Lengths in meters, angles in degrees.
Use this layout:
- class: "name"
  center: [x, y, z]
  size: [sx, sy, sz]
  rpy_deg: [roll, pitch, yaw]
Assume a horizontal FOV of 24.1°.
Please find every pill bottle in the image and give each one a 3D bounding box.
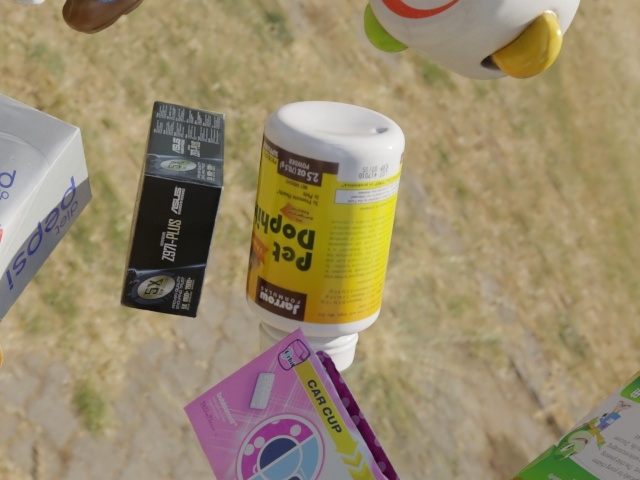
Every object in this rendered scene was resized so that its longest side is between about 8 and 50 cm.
- class: "pill bottle"
  center: [0.000, 0.000, 1.252]
  size: [0.117, 0.117, 0.215]
  rpy_deg: [-40, 141, -61]

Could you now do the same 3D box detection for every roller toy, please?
- class: "roller toy"
  center: [0.158, -0.262, 1.482]
  size: [0.146, 0.209, 0.191]
  rpy_deg: [21, 84, -47]

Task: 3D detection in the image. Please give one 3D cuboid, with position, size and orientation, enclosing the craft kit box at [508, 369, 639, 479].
- class: "craft kit box"
  center: [0.246, 0.115, 0.853]
  size: [0.061, 0.246, 0.250]
  rpy_deg: [57, -10, -12]

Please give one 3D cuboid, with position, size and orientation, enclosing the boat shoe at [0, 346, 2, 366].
- class: "boat shoe"
  center: [-0.373, 0.081, 1.257]
  size: [0.207, 0.073, 0.073]
  rpy_deg: [24, 78, -30]

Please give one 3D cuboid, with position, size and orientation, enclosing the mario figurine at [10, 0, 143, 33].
- class: "mario figurine"
  center: [-0.284, -0.329, 1.332]
  size: [0.198, 0.170, 0.320]
  rpy_deg: [32, -19, 37]

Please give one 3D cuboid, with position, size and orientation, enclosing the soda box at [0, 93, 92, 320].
- class: "soda box"
  center: [-0.286, 0.026, 1.120]
  size: [0.091, 0.098, 0.286]
  rpy_deg: [24, 60, 14]

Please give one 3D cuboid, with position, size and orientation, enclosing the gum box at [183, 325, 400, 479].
- class: "gum box"
  center: [-0.013, 0.162, 1.068]
  size: [0.188, 0.107, 0.062]
  rpy_deg: [59, 6, 37]

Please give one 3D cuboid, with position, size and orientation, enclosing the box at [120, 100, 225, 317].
- class: "box"
  center: [-0.145, -0.033, 1.486]
  size: [0.077, 0.147, 0.180]
  rpy_deg: [10, 27, -8]
